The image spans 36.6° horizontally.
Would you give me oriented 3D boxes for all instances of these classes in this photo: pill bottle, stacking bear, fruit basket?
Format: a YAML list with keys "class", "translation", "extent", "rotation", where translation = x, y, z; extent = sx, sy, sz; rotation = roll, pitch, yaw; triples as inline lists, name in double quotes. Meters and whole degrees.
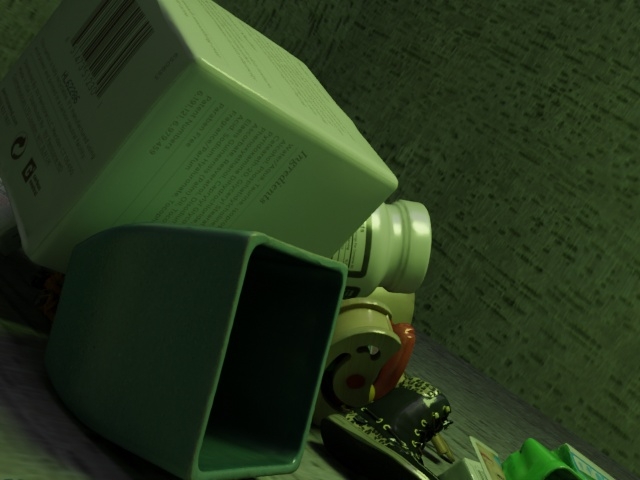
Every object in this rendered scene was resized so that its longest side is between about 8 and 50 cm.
- class: "pill bottle"
  translation: [0.000, 0.000, 1.745]
  extent: [0.363, 0.210, 0.210]
  rotation: [6, 11, -15]
- class: "stacking bear"
  translation: [-0.009, 0.179, 1.718]
  extent: [0.289, 0.164, 0.175]
  rotation: [17, 5, -22]
- class: "fruit basket"
  translation: [0.343, 0.403, 1.158]
  extent: [0.327, 0.165, 0.353]
  rotation: [37, 7, -22]

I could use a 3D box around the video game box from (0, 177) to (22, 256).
- class: "video game box"
  translation: [-0.470, -0.079, 1.488]
  extent: [0.205, 0.187, 0.048]
  rotation: [30, -38, 32]

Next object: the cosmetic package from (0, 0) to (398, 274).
- class: "cosmetic package"
  translation: [-0.180, -0.124, 1.315]
  extent: [0.394, 0.327, 0.329]
  rotation: [27, 22, -44]

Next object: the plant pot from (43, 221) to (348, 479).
- class: "plant pot"
  translation: [-0.154, 0.106, 1.067]
  extent: [0.252, 0.247, 0.247]
  rotation: [12, -4, 25]

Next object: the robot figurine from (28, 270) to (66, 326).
- class: "robot figurine"
  translation: [-0.252, 0.107, 1.311]
  extent: [0.291, 0.085, 0.211]
  rotation: [26, 10, -43]

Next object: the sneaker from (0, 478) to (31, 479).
- class: "sneaker"
  translation: [-0.235, 0.196, 0.677]
  extent: [0.135, 0.052, 0.058]
  rotation: [22, 15, -12]

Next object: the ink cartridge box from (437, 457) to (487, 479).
- class: "ink cartridge box"
  translation: [0.308, 0.445, 1.378]
  extent: [0.275, 0.060, 0.239]
  rotation: [27, 30, -41]

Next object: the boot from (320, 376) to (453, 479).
- class: "boot"
  translation: [0.137, 0.283, 1.359]
  extent: [0.179, 0.085, 0.236]
  rotation: [-23, 37, -36]

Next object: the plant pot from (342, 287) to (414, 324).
- class: "plant pot"
  translation: [0.033, 0.134, 2.202]
  extent: [0.274, 0.256, 0.256]
  rotation: [10, 12, -24]

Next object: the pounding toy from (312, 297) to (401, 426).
- class: "pounding toy"
  translation: [0.036, 0.149, 1.484]
  extent: [0.155, 0.154, 0.269]
  rotation: [-104, -177, -50]

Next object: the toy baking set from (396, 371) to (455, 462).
- class: "toy baking set"
  translation: [0.175, 0.309, 1.794]
  extent: [0.196, 0.030, 0.256]
  rotation: [56, 4, -49]

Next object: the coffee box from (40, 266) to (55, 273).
- class: "coffee box"
  translation: [-0.288, 0.064, 1.517]
  extent: [0.246, 0.098, 0.141]
  rotation: [25, 6, -46]
